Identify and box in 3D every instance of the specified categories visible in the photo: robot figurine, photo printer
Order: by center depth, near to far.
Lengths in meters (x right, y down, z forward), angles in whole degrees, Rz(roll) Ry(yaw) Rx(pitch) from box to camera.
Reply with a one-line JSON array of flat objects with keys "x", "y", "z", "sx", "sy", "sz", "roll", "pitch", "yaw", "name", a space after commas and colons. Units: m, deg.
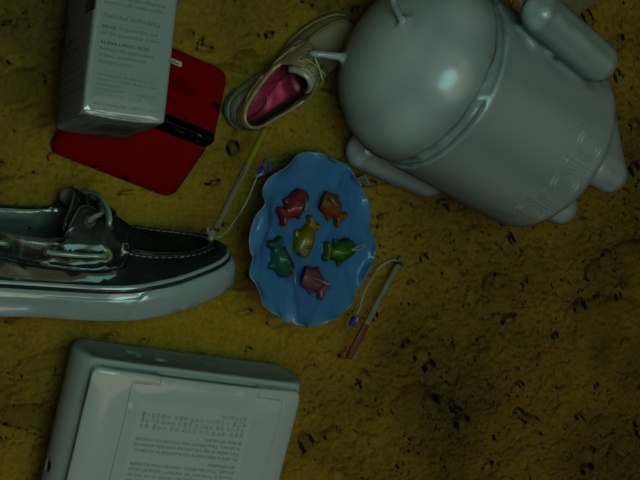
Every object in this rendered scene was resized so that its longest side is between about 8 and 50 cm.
[{"x": 0.163, "y": -0.143, "z": 1.573, "sx": 0.353, "sy": 0.200, "sz": 0.300, "roll": 26, "pitch": 131, "yaw": -31, "name": "robot figurine"}, {"x": -0.173, "y": 0.270, "z": 1.619, "sx": 0.256, "sy": 0.107, "sz": 0.307, "roll": 9, "pitch": 102, "yaw": -24, "name": "photo printer"}]

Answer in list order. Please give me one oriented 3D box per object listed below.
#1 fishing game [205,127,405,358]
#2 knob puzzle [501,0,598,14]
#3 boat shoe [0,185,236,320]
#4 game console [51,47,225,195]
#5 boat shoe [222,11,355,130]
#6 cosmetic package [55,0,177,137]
[{"x": 0.000, "y": 0.000, "z": 1.607, "sx": 0.264, "sy": 0.041, "sz": 0.189, "roll": 46, "pitch": 63, "yaw": -36, "name": "fishing game"}, {"x": 0.202, "y": -0.296, "z": 1.651, "sx": 0.213, "sy": 0.030, "sz": 0.213, "roll": -7, "pitch": 108, "yaw": -21, "name": "knob puzzle"}, {"x": -0.244, "y": 0.008, "z": 1.506, "sx": 0.335, "sy": 0.121, "sz": 0.119, "roll": -2, "pitch": 110, "yaw": -19, "name": "boat shoe"}, {"x": -0.185, "y": -0.133, "z": 1.551, "sx": 0.144, "sy": 0.085, "sz": 0.124, "roll": 21, "pitch": 65, "yaw": -26, "name": "game console"}, {"x": -0.023, "y": -0.170, "z": 1.580, "sx": 0.170, "sy": 0.059, "sz": 0.063, "roll": -43, "pitch": 116, "yaw": -6, "name": "boat shoe"}, {"x": -0.189, "y": -0.219, "z": 1.435, "sx": 0.085, "sy": 0.117, "sz": 0.231, "roll": 6, "pitch": 84, "yaw": -23, "name": "cosmetic package"}]
